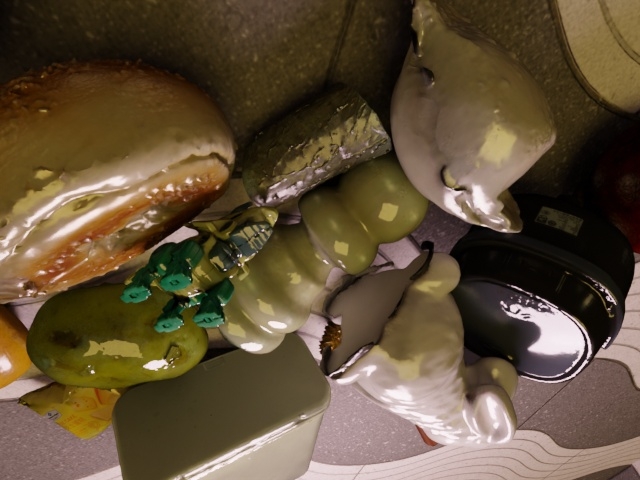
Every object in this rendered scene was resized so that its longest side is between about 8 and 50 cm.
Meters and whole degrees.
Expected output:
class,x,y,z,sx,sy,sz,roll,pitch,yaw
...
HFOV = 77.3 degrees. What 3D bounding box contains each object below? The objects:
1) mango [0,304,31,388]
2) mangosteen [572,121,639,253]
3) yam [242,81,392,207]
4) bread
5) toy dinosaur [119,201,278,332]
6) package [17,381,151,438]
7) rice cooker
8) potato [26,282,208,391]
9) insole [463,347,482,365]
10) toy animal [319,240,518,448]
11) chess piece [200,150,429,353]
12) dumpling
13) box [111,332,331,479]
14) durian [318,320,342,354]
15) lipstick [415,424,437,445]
class,x,y,z,sx,sy,sz,roll,pitch,yaw
mango,-0.514,0.139,0.592,0.147,0.109,0.227,16,127,4
mangosteen,0.513,-0.066,0.628,0.215,0.215,0.257,1,156,-15
yam,-0.014,-0.117,0.506,0.183,0.107,0.107,-28,130,12
bread,-0.235,-0.061,0.408,0.305,0.305,0.158,-33,94,14
toy dinosaur,-0.169,0.038,0.479,0.259,0.153,0.094,-21,117,23
package,-0.412,0.282,0.738,0.226,0.090,0.168,-36,119,9
rice cooker,0.330,0.063,0.627,0.224,0.267,0.267,-46,138,-29
potato,-0.303,0.148,0.627,0.253,0.148,0.186,23,133,-37
insole,0.305,0.289,0.980,0.348,0.009,0.119,29,115,-32
toy animal,0.172,0.193,0.607,0.357,0.194,0.258,42,124,-20
chess piece,0.000,0.000,0.570,0.330,0.182,0.182,-37,128,9
dumpling,0.186,-0.154,0.468,0.175,0.227,0.243,20,127,26
box,-0.176,0.396,0.791,0.352,0.177,0.344,-16,135,-26
durian,0.078,0.191,0.761,0.158,0.137,0.168,21,130,-24
lipstick,0.273,0.475,1.092,0.057,0.057,0.356,-23,131,6
